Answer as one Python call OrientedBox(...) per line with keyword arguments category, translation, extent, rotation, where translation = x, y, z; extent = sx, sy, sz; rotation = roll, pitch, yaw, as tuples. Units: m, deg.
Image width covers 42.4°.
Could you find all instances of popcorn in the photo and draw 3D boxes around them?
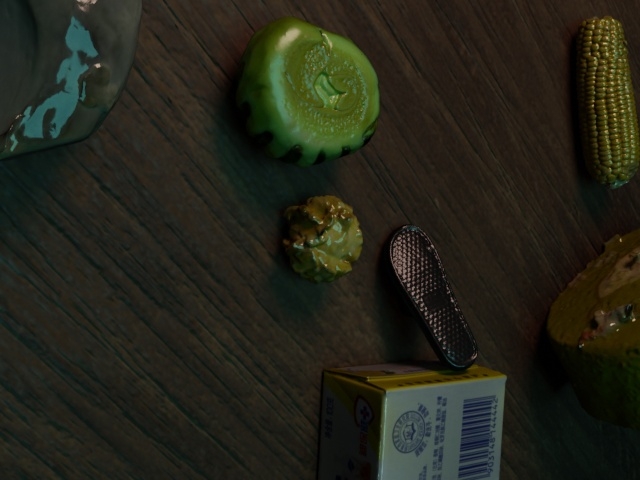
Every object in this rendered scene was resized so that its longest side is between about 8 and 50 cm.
OrientedBox(category="popcorn", translation=(0.000, 0.000, 0.768), extent=(0.083, 0.057, 0.082), rotation=(-16, 110, -36))

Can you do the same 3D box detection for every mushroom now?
OrientedBox(category="mushroom", translation=(-0.167, -0.209, 0.612), extent=(0.109, 0.097, 0.352), rotation=(26, 77, -34))

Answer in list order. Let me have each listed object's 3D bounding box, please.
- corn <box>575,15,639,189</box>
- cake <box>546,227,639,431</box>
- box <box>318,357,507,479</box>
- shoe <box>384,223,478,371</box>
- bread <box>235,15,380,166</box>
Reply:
OrientedBox(category="corn", translation=(0.341, -0.163, 0.983), extent=(0.067, 0.067, 0.206), rotation=(-15, 102, -33))
OrientedBox(category="cake", translation=(0.389, 0.087, 0.973), extent=(0.260, 0.179, 0.156), rotation=(-41, 116, -28))
OrientedBox(category="box", translation=(0.088, 0.257, 0.825), extent=(0.168, 0.097, 0.265), rotation=(-1, 94, -34))
OrientedBox(category="shoe", translation=(0.105, 0.063, 0.844), extent=(0.062, 0.053, 0.159), rotation=(-19, 73, -24))
OrientedBox(category="bread", translation=(-0.012, -0.131, 0.738), extent=(0.139, 0.071, 0.130), rotation=(-9, 96, -32))
